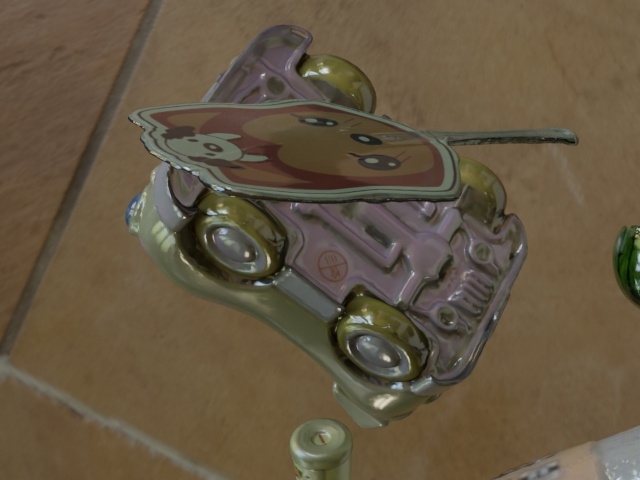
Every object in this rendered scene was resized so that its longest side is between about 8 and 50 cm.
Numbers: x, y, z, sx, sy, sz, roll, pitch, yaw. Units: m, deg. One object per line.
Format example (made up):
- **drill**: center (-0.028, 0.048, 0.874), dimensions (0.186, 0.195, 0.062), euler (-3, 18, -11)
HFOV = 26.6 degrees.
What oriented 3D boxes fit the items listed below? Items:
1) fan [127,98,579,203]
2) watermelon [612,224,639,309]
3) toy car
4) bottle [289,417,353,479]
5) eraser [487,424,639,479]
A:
- **fan**: center (0.027, -0.044, 0.603), dimensions (0.220, 0.132, 0.009), euler (-4, 115, -27)
- **watermelon**: center (0.296, 0.034, 1.172), dimensions (0.105, 0.105, 0.062), euler (30, 80, -2)
- **toy car**: center (0.000, 0.000, 1.280), dimensions (0.336, 0.242, 0.226), euler (36, 147, -8)
- **bottle**: center (0.003, 0.185, 1.016), dimensions (0.047, 0.063, 0.101), euler (-4, 125, -1)
- **eraser**: center (0.058, 0.178, 0.682), dimensions (0.290, 0.171, 0.087), euler (-24, 75, 12)
